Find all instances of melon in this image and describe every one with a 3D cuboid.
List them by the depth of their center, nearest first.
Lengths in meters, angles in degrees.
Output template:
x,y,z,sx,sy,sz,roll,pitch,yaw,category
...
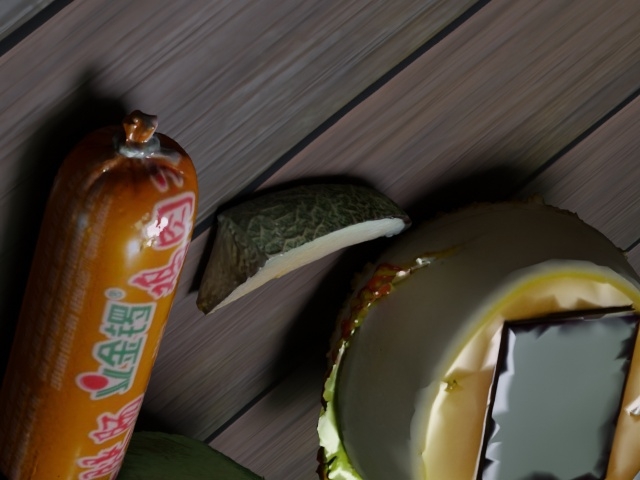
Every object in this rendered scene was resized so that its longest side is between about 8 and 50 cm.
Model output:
x,y,z,sx,sy,sz,roll,pitch,yaw,category
0.001,-0.004,1.265,0.182,0.054,0.098,-22,154,-33,melon

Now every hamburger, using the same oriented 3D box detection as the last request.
x,y,z,sx,sy,sz,roll,pitch,yaw,category
0.136,0.102,1.417,0.294,0.179,0.276,-6,117,-24,hamburger

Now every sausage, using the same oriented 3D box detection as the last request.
x,y,z,sx,sy,sz,roll,pitch,yaw,category
-0.136,0.038,1.098,0.093,0.093,0.312,-20,147,-36,sausage

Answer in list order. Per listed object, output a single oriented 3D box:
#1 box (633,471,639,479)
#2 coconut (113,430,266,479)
x,y,z,sx,sy,sz,roll,pitch,yaw,category
0.285,0.177,1.807,0.067,0.149,0.233,-24,149,-36,box
-0.130,0.277,1.282,0.328,0.328,0.281,-9,99,-47,coconut
